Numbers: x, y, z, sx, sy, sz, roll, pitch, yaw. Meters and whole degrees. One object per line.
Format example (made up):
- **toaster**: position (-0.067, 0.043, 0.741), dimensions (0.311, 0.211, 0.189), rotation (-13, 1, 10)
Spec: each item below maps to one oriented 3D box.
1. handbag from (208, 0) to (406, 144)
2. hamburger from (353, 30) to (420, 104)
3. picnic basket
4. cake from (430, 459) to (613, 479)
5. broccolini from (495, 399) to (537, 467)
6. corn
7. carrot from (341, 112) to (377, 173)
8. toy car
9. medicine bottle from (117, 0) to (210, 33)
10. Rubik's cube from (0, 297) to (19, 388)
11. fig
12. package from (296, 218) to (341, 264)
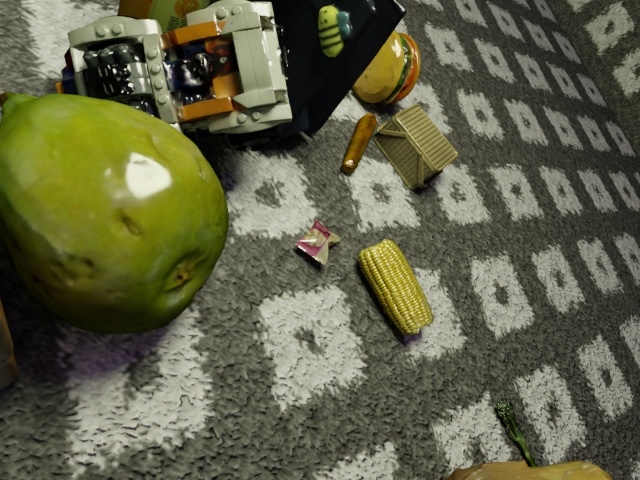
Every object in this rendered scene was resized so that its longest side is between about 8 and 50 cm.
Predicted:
- **handbag**: position (-0.060, -0.354, 0.650), dimensions (0.121, 0.329, 0.303), rotation (-28, 83, -40)
- **hamburger**: position (0.137, -0.377, 0.909), dimensions (0.115, 0.162, 0.162), rotation (-10, 72, -38)
- **picnic basket**: position (0.205, -0.203, 0.908), dimensions (0.115, 0.079, 0.164), rotation (-37, 89, -40)
- **cake**: position (0.212, 0.440, 0.478), dimensions (0.320, 0.332, 0.333), rotation (-9, 66, 4)
- **broccolini**: position (0.357, 0.354, 0.755), dimensions (0.140, 0.030, 0.035), rotation (65, 15, 5)
- **corn**: position (0.130, 0.080, 0.720), dimensions (0.085, 0.063, 0.165), rotation (-18, 78, -48)
- **carrot**: position (0.077, -0.197, 0.851), dimensions (0.042, 0.042, 0.171), rotation (33, 55, -15)
- **toy car**: position (-0.188, -0.207, 0.563), dimensions (0.301, 0.118, 0.193), rotation (-10, 97, -7)
- **medicine bottle**: position (-0.221, -0.363, 0.609), dimensions (0.124, 0.239, 0.124), rotation (17, 55, -25)
- **Rubik's cube**: position (-0.417, -0.035, 0.237), dimensions (0.346, 0.346, 0.345), rotation (-13, 73, -38)
- **fig**: position (-0.254, -0.044, 0.443), dimensions (0.314, 0.233, 0.233), rotation (29, 53, -10)
- **package**: position (0.000, 0.000, 0.700), dimensions (0.059, 0.029, 0.083), rotation (37, 40, -3)
